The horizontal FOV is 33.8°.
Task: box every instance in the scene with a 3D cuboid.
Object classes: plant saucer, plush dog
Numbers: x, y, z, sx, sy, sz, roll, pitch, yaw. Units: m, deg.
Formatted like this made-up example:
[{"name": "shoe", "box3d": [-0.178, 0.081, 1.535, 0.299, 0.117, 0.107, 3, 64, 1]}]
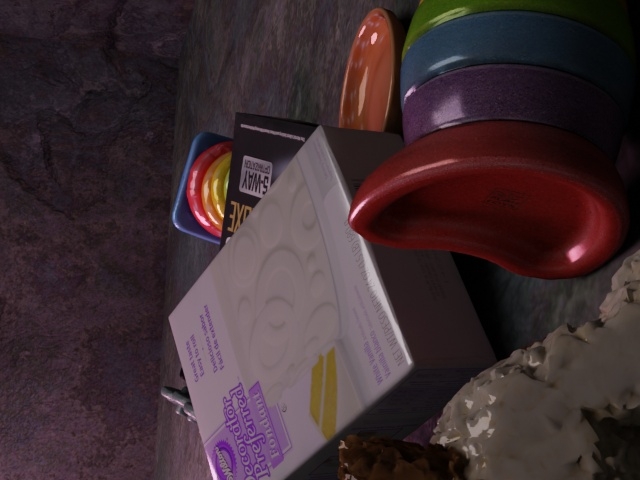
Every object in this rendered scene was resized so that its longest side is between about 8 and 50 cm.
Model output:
[{"name": "plant saucer", "box3d": [0.066, -0.164, 1.206, 0.200, 0.037, 0.199, -174, 90, -75]}, {"name": "plush dog", "box3d": [0.129, 0.149, 0.585, 0.225, 0.211, 0.262, 63, -153, -65]}]

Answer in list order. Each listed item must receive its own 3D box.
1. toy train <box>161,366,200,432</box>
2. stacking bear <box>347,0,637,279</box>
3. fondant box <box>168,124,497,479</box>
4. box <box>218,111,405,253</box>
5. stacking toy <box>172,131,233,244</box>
[{"name": "toy train", "box3d": [-0.080, 0.185, 1.322, 0.142, 0.190, 0.334, -68, 15, -7]}, {"name": "stacking bear", "box3d": [0.133, -0.143, 0.716, 0.164, 0.176, 0.288, 124, 157, -65]}, {"name": "fondant box", "box3d": [-0.009, 0.089, 0.976, 0.330, 0.096, 0.238, -49, 50, 43]}, {"name": "box", "box3d": [0.000, 0.000, 1.117, 0.307, 0.077, 0.242, 20, 104, 54]}, {"name": "stacking toy", "box3d": [-0.096, -0.079, 1.627, 0.302, 0.166, 0.175, 1, 75, 64]}]
